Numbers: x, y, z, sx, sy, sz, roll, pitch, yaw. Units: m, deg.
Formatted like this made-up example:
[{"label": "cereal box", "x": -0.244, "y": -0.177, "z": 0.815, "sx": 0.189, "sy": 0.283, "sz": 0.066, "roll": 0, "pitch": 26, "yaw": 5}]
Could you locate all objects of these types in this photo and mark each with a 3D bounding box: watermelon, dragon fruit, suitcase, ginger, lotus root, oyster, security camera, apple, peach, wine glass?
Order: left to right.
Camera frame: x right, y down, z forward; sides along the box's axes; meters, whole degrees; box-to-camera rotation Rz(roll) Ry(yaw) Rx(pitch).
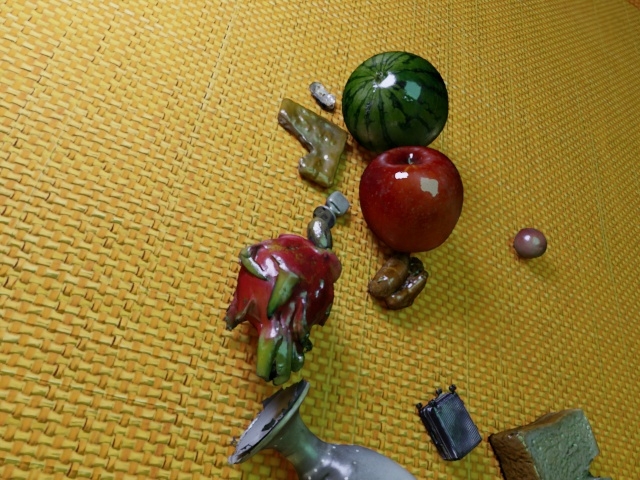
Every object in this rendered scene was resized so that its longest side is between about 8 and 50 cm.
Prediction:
[{"label": "dragon fruit", "x": -0.060, "y": 0.113, "z": 0.895, "sx": 0.200, "sy": 0.199, "sz": 0.268, "roll": 42, "pitch": 42, "yaw": -64}, {"label": "lotus root", "x": 0.000, "y": 0.000, "z": 1.047, "sx": 0.049, "sy": 0.054, "sz": 0.099, "roll": -6, "pitch": 67, "yaw": -9}, {"label": "oyster", "x": 0.005, "y": -0.342, "z": 1.241, "sx": 0.083, "sy": 0.019, "sz": 0.054, "roll": 47, "pitch": 52, "yaw": 1}, {"label": "security camera", "x": 0.027, "y": -0.066, "z": 1.105, "sx": 0.058, "sy": 0.058, "sz": 0.092, "roll": 49, "pitch": 41, "yaw": 0}, {"label": "wine glass", "x": 0.036, "y": 0.383, "z": 0.795, "sx": 0.357, "sy": 0.190, "sz": 0.190, "roll": 48, "pitch": 53, "yaw": -3}, {"label": "watermelon", "x": 0.168, "y": -0.307, "z": 1.177, "sx": 0.243, "sy": 0.242, "sz": 0.242, "roll": 13, "pitch": 61, "yaw": -24}, {"label": "ginger", "x": 0.175, "y": 0.079, "z": 1.094, "sx": 0.103, "sy": 0.073, "sz": 0.162, "roll": 44, "pitch": 52, "yaw": -5}, {"label": "apple", "x": 0.192, "y": -0.089, "z": 1.098, "sx": 0.219, "sy": 0.201, "sz": 0.218, "roll": 1, "pitch": 32, "yaw": -1}, {"label": "suitcase", "x": 0.250, "y": 0.356, "z": 1.009, "sx": 0.086, "sy": 0.059, "sz": 0.126, "roll": -22, "pitch": 79, "yaw": -34}, {"label": "peach", "x": 0.537, "y": 0.007, "z": 1.332, "sx": 0.083, "sy": 0.083, "sz": 0.083, "roll": 13, "pitch": 61, "yaw": -24}]

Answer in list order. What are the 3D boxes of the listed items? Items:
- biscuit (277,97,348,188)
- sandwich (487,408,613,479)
[{"label": "biscuit", "x": -0.026, "y": -0.213, "z": 1.147, "sx": 0.174, "sy": 0.039, "sz": 0.183, "roll": 25, "pitch": 56, "yaw": -19}, {"label": "sandwich", "x": 0.494, "y": 0.498, "z": 1.058, "sx": 0.249, "sy": 0.095, "sz": 0.273, "roll": -5, "pitch": 68, "yaw": -35}]
